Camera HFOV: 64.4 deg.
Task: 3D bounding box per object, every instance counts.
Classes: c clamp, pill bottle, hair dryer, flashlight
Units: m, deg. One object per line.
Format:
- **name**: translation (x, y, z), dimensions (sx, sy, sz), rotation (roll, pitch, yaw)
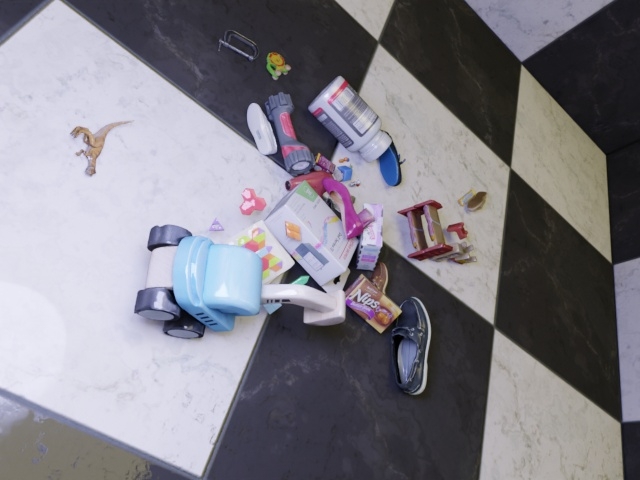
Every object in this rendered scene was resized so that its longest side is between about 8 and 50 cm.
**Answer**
- **c clamp**: translation (-0.294, -0.695, 1.834), dimensions (0.161, 0.022, 0.137), rotation (16, 56, -31)
- **pill bottle**: translation (0.121, -0.454, 1.946), dimensions (0.318, 0.176, 0.176), rotation (44, 50, -15)
- **hair dryer**: translation (0.005, -0.142, 1.779), dimensions (0.294, 0.080, 0.223), rotation (32, 55, -22)
- **flashlight**: translation (-0.102, -0.373, 1.755), dimensions (0.103, 0.103, 0.303), rotation (1, 63, -34)

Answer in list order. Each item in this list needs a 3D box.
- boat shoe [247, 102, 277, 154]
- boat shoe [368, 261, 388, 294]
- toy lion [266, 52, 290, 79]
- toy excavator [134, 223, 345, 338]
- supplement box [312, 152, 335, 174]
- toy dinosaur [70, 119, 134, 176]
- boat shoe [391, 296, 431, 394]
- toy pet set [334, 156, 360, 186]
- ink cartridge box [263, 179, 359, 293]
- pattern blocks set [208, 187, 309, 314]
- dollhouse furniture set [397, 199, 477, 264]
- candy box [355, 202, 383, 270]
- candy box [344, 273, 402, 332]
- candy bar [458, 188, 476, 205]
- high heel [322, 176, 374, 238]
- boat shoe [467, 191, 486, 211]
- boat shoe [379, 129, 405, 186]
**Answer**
- **boat shoe**: translation (-0.194, -0.381, 1.743), dimensions (0.063, 0.066, 0.184), rotation (-11, 75, -55)
- **boat shoe**: translation (0.198, 0.153, 1.809), dimensions (0.060, 0.064, 0.177), rotation (26, 59, -30)
- **toy lion**: translation (-0.167, -0.662, 1.912), dimensions (0.096, 0.034, 0.100), rotation (47, 49, -3)
- **toy excavator**: translation (-0.182, 0.136, 1.322), dimensions (0.433, 0.446, 0.222), rotation (64, 26, -61)
- **supplement box**: translation (0.005, -0.271, 1.854), dimensions (0.083, 0.055, 0.043), rotation (32, 55, -23)
- **toy dinosaur**: translation (-0.607, -0.271, 1.376), dimensions (0.112, 0.064, 0.211), rotation (39, 58, -42)
- **boat shoe**: translation (0.297, 0.353, 1.758), dimensions (0.113, 0.127, 0.339), rotation (24, 66, -43)
- **toy pet set**: translation (0.108, -0.265, 1.926), dimensions (0.114, 0.065, 0.122), rotation (-16, 81, -42)
- **ink cartridge box**: translation (0.000, 0.000, 1.651), dimensions (0.353, 0.119, 0.207), rotation (48, 32, -12)
- **pattern blocks set**: translation (-0.181, 0.040, 1.487), dimensions (0.325, 0.026, 0.285), rotation (45, 81, -10)
- **dollhouse furniture set**: translation (0.484, -0.014, 2.086), dimensions (0.374, 0.152, 0.201), rotation (17, 59, -52)
- **candy box**: translation (0.170, -0.010, 1.770), dimensions (0.070, 0.196, 0.164), rotation (6, 63, 1)
- **candy box**: translation (0.173, 0.215, 1.731), dimensions (0.187, 0.109, 0.053), rotation (42, 5, -17)
- **candy bar**: translation (0.691, -0.201, 2.392), dimensions (0.162, 0.018, 0.040), rotation (-32, 91, -43)
- **high heel**: translation (0.059, -0.110, 1.690), dimensions (0.117, 0.082, 0.244), rotation (-36, 71, -18)
- **boat shoe**: translation (0.741, -0.171, 2.390), dimensions (0.170, 0.063, 0.059), rotation (-39, 128, -39)
- **boat shoe**: translation (0.297, -0.342, 2.086), dimensions (0.089, 0.109, 0.258), rotation (5, 70, -41)
